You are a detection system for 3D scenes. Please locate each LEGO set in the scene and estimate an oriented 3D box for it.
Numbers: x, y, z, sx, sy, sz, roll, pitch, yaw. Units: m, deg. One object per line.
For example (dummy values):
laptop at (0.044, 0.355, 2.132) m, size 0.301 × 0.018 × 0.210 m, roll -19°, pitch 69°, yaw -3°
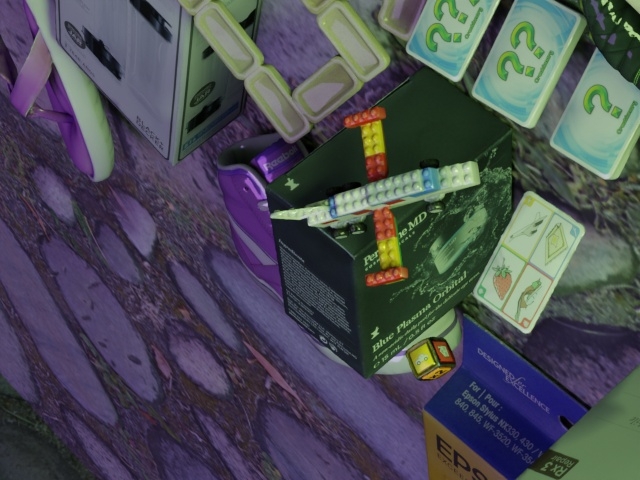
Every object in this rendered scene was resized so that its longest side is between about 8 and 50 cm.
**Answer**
LEGO set at (0.081, -0.041, 1.084) m, size 0.182 × 0.244 × 0.060 m, roll 37°, pitch -161°, yaw 34°

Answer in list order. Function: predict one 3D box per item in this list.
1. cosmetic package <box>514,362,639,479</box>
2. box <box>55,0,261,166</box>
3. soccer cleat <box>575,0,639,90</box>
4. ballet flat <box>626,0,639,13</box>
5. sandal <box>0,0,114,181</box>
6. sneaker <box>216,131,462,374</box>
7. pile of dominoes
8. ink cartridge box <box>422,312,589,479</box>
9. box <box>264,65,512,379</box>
cosmetic package at (0.180, 0.255, 1.112) m, size 0.156 × 0.385 × 0.217 m, roll 59°, pitch 158°, yaw -19°
box at (-0.135, -0.202, 1.437) m, size 0.169 × 0.087 × 0.290 m, roll 46°, pitch 159°, yaw 14°
soccer cleat at (0.203, -0.093, 0.967) m, size 0.072 × 0.060 × 0.179 m, roll 0°, pitch 133°, yaw 52°
ballet flat at (0.220, -0.103, 0.882) m, size 0.248 × 0.086 × 0.086 m, roll 48°, pitch 159°, yaw 9°
sandal at (-0.284, -0.206, 1.659) m, size 0.416 × 0.102 × 0.169 m, roll 81°, pitch 167°, yaw -53°
sneaker at (-0.001, 0.000, 1.479) m, size 0.282 × 0.102 × 0.161 m, roll 30°, pitch 147°, yaw 45°
pile of dominoes at (-0.030, -0.216, 1.219) m, size 0.196 × 0.040 × 0.251 m, roll -34°, pitch 95°, yaw 41°
ink cartridge box at (0.212, 0.249, 1.489) m, size 0.303 × 0.072 × 0.307 m, roll 39°, pitch 158°, yaw 31°
box at (0.053, -0.011, 1.262) m, size 0.093 × 0.156 × 0.158 m, roll 39°, pitch 156°, yaw 29°
